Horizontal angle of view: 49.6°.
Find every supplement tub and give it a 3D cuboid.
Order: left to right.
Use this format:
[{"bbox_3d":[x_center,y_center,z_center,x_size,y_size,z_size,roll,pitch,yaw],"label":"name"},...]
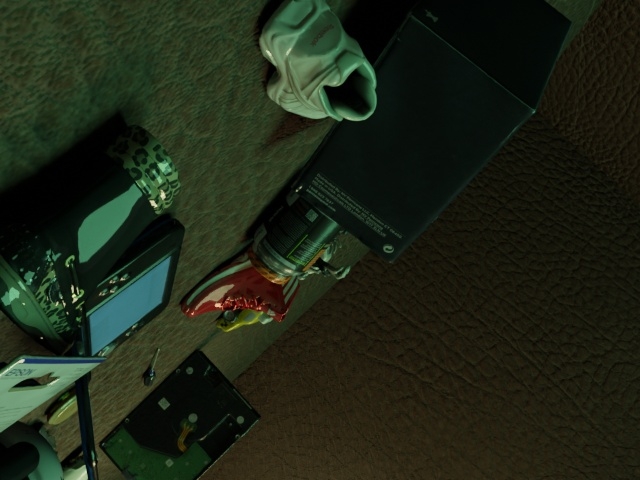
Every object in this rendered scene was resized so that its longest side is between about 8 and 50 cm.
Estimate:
[{"bbox_3d":[-0.035,-0.021,1.195,0.190,0.117,0.117,-47,172,20],"label":"supplement tub"}]

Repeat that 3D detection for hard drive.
[{"bbox_3d":[-0.347,0.474,1.722,0.339,0.237,0.064,-45,172,-3],"label":"hard drive"}]

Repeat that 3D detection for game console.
[{"bbox_3d":[-0.237,0.152,0.872,0.250,0.173,0.293,-40,171,-29],"label":"game console"}]

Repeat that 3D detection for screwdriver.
[{"bbox_3d":[-0.345,0.258,1.431,0.170,0.024,0.025,118,-11,-45],"label":"screwdriver"}]

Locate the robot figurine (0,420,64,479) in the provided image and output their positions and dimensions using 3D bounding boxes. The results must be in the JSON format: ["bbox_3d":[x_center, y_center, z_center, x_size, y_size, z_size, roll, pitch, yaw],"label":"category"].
[{"bbox_3d":[-0.419,0.315,0.771,0.209,0.174,0.278,1,-168,24],"label":"robot figurine"}]

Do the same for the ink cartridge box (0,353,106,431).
[{"bbox_3d":[-0.369,0.181,0.561,0.370,0.069,0.176,-33,170,-3],"label":"ink cartridge box"}]

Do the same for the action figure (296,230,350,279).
[{"bbox_3d":[0.000,0.000,1.389,0.275,0.141,0.164,-44,157,-6],"label":"action figure"}]

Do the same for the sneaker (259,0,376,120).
[{"bbox_3d":[0.006,-0.157,0.710,0.090,0.115,0.232,-44,172,1],"label":"sneaker"}]

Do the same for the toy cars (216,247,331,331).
[{"bbox_3d":[-0.081,0.101,1.684,0.393,0.087,0.176,-40,171,-31],"label":"toy cars"}]

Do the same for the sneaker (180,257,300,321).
[{"bbox_3d":[-0.131,0.106,1.251,0.221,0.128,0.087,-31,167,-21],"label":"sneaker"}]

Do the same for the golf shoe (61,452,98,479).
[{"bbox_3d":[-0.579,0.590,1.583,0.273,0.120,0.105,-48,170,15],"label":"golf shoe"}]

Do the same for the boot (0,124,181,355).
[{"bbox_3d":[-0.204,0.007,0.621,0.178,0.085,0.236,-45,174,-18],"label":"boot"}]

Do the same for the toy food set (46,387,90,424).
[{"bbox_3d":[-0.410,0.267,1.130,0.082,0.020,0.083,-47,171,13],"label":"toy food set"}]

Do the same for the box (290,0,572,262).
[{"bbox_3d":[0.150,-0.178,0.909,0.294,0.182,0.296,-53,-179,44],"label":"box"}]

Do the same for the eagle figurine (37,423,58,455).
[{"bbox_3d":[-0.496,0.440,1.160,0.298,0.225,0.226,59,30,-52],"label":"eagle figurine"}]
